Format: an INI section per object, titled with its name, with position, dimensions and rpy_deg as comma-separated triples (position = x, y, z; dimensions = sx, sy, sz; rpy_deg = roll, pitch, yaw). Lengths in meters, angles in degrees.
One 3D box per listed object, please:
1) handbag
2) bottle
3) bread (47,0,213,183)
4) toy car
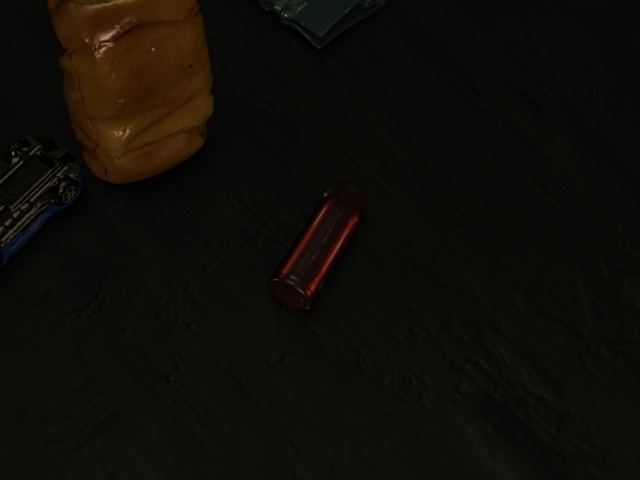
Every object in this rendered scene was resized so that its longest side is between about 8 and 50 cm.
[handbag]
position = -0.031, -0.361, 1.631
dimensions = 0.144, 0.057, 0.221
rpy_deg = -41, 67, -18
[bottle]
position = 0.000, 0.000, 1.406
dimensions = 0.060, 0.060, 0.164
rpy_deg = 25, 60, 14
[bread]
position = -0.217, -0.195, 1.385
dimensions = 0.166, 0.294, 0.132
rpy_deg = -27, 58, -20
[toy car]
position = -0.369, -0.029, 1.414
dimensions = 0.103, 0.063, 0.216
rpy_deg = 35, 70, 19
